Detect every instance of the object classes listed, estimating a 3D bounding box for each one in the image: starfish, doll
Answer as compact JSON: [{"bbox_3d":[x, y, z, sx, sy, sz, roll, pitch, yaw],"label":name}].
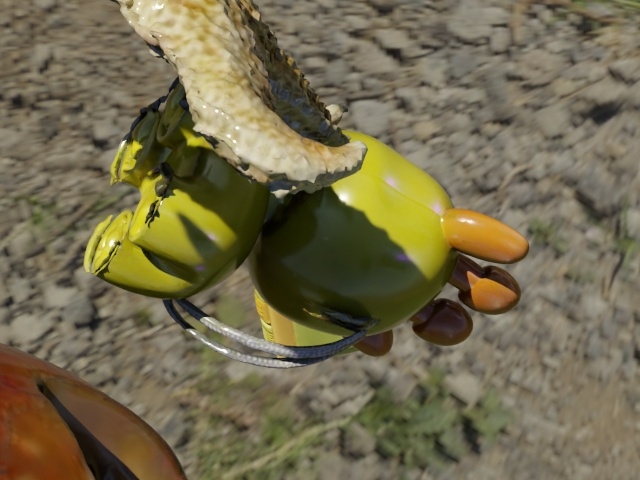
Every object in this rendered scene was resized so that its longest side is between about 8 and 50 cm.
[{"bbox_3d":[-0.087,-0.112,0.730,0.302,0.299,0.060,36,96,-18],"label":"starfish"},{"bbox_3d":[0.000,0.000,0.985,0.221,0.135,0.143,26,140,-24],"label":"doll"}]

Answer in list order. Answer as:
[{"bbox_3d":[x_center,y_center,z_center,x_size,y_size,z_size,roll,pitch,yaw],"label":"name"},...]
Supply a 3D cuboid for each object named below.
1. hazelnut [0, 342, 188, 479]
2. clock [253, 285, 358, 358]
[{"bbox_3d":[-0.267,0.258,1.152,0.402,0.402,0.429,39,122,5],"label":"hazelnut"},{"bbox_3d":[-0.021,0.004,1.805,0.096,0.202,0.143,-12,132,0],"label":"clock"}]
